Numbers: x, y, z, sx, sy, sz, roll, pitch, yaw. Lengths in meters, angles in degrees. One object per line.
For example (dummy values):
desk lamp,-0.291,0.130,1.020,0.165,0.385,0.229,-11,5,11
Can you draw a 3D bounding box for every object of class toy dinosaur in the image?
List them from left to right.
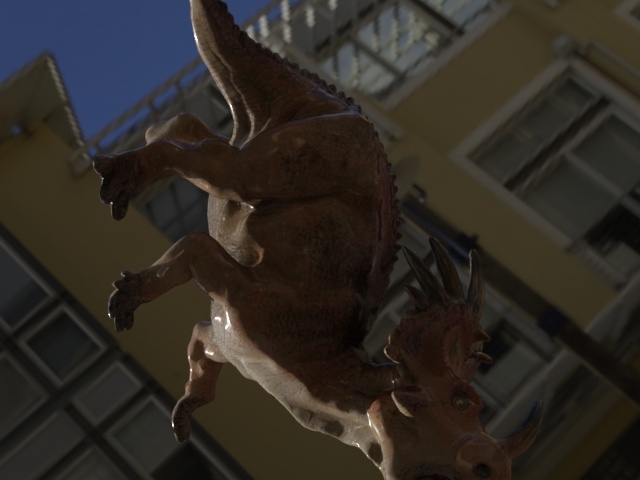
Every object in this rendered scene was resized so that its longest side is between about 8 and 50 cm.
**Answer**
toy dinosaur,0.000,0.000,0.626,0.200,0.295,0.127,-8,-10,7
